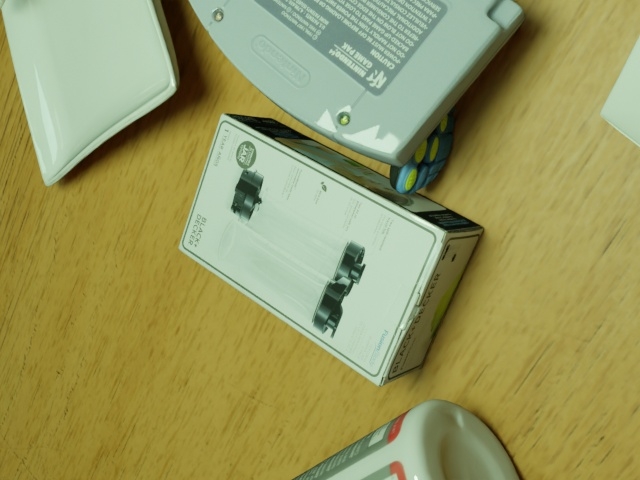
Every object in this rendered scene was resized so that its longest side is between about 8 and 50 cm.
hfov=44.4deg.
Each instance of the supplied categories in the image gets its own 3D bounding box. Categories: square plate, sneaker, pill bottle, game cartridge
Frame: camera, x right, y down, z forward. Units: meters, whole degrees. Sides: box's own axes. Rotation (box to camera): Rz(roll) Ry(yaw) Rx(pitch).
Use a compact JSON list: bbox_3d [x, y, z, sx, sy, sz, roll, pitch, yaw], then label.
[{"bbox_3d":[-0.300,-0.283,0.990,0.344,0.049,0.347,-22,81,46],"label":"square plate"},{"bbox_3d":[0.084,-0.137,0.759,0.078,0.067,0.188,-2,86,37],"label":"sneaker"},{"bbox_3d":[0.043,0.285,0.757,0.283,0.161,0.161,-39,72,31],"label":"pill bottle"},{"bbox_3d":[0.013,-0.209,0.726,0.294,0.060,0.196,43,94,21],"label":"game cartridge"}]

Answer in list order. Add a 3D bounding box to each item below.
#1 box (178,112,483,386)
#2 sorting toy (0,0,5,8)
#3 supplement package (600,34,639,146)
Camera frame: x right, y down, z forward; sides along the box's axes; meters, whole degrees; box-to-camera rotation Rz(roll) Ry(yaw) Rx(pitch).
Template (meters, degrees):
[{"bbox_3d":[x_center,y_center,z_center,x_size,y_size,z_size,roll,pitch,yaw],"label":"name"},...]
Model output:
[{"bbox_3d":[0.000,0.000,0.810,0.290,0.087,0.169,30,109,30],"label":"box"},{"bbox_3d":[-0.427,-0.353,1.047,0.075,0.044,0.083,-43,65,49],"label":"sorting toy"},{"bbox_3d":[0.305,-0.149,0.488,0.134,0.139,0.244,46,156,23],"label":"supplement package"}]
